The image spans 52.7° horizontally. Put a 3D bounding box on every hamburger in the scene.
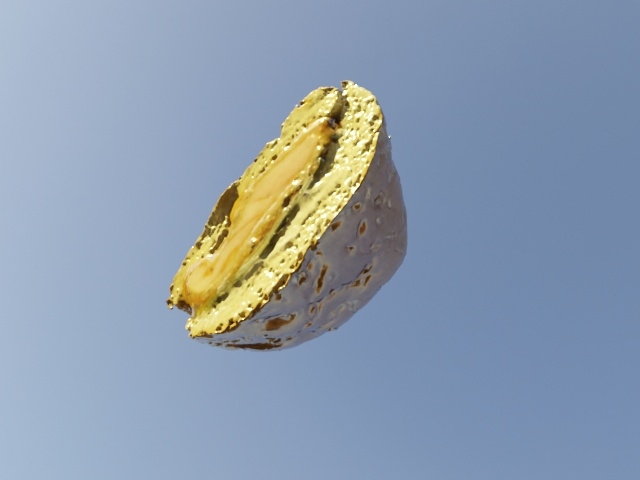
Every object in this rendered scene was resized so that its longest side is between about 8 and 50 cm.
[{"bbox_3d":[0.000,0.000,0.756,0.329,0.209,0.162,-54,-131,7],"label":"hamburger"}]
